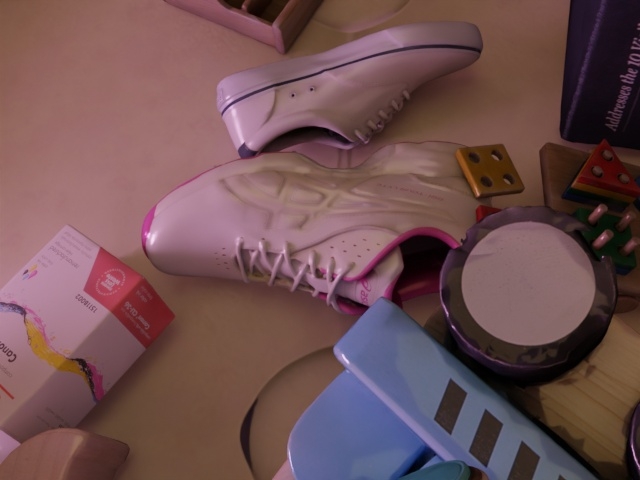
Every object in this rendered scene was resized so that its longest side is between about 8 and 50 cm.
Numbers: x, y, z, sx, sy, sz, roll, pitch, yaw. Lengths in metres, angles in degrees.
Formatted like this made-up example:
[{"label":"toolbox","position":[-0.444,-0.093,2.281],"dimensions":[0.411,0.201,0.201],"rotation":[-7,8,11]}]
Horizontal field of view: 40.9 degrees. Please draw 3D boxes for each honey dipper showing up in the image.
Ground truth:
[{"label":"honey dipper","position":[0.251,-0.015,0.753],"dimensions":[0.030,0.030,0.161],"rotation":[-2,62,5]}]

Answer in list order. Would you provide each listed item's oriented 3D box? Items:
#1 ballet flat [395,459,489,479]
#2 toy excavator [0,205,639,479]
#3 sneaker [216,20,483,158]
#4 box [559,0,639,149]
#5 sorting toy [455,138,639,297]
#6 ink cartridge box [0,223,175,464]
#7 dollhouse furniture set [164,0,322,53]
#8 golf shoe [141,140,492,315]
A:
[{"label":"ballet flat","position":[-0.003,0.205,0.478],"dimensions":[0.248,0.086,0.086],"rotation":[-30,62,16]},{"label":"toy excavator","position":[0.029,0.184,0.591],"dimensions":[0.433,0.222,0.445],"rotation":[40,82,23]},{"label":"sneaker","position":[0.034,-0.134,0.813],"dimensions":[0.258,0.094,0.091],"rotation":[-16,84,0]},{"label":"box","position":[0.455,-0.288,0.619],"dimensions":[0.471,0.480,0.298],"rotation":[7,62,8]},{"label":"sorting toy","position":[0.245,-0.024,0.700],"dimensions":[0.274,0.046,0.132],"rotation":[13,55,-12]},{"label":"ink cartridge box","position":[-0.234,0.095,0.710],"dimensions":[0.115,0.067,0.198],"rotation":[28,69,35]},{"label":"dollhouse furniture set","position":[-0.089,-0.320,0.821],"dimensions":[0.161,0.242,0.212],"rotation":[25,69,17]},{"label":"golf shoe","position":[0.000,0.000,0.711],"dimensions":[0.306,0.115,0.140],"rotation":[-9,49,2]}]
